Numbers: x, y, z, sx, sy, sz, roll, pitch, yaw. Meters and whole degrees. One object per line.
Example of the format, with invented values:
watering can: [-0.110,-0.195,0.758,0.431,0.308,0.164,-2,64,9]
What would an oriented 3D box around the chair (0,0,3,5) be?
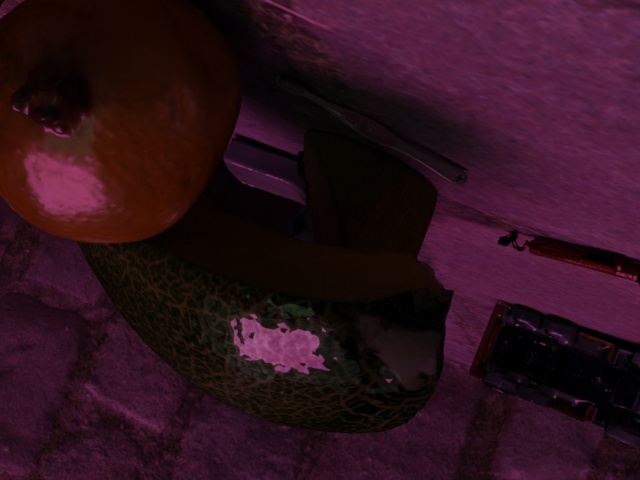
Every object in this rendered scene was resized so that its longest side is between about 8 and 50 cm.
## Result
chair: [-0.336,-0.212,0.819,0.147,0.136,0.270,28,172,-22]

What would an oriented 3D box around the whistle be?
whistle: [0.000,0.000,1.189,0.290,0.163,0.163,21,171,15]

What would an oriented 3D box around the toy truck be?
toy truck: [0.399,0.208,1.518,0.305,0.136,0.162,20,179,36]

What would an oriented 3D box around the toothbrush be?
toothbrush: [0.049,-0.099,0.906,0.204,0.017,0.022,27,-170,-19]

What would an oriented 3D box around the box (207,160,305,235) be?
box: [-0.139,-0.010,1.459,0.220,0.166,0.290,28,171,-29]

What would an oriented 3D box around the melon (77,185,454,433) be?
melon: [-0.047,0.055,0.910,0.331,0.226,0.343,55,171,-27]

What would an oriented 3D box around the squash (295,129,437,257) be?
squash: [0.018,0.035,1.016,0.169,0.252,0.093,26,170,-18]

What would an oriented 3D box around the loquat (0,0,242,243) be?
loquat: [-0.168,-0.103,0.766,0.213,0.213,0.246,23,-175,4]

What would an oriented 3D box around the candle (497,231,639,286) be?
candle: [0.256,0.014,1.042,0.167,0.021,0.026,18,161,41]
